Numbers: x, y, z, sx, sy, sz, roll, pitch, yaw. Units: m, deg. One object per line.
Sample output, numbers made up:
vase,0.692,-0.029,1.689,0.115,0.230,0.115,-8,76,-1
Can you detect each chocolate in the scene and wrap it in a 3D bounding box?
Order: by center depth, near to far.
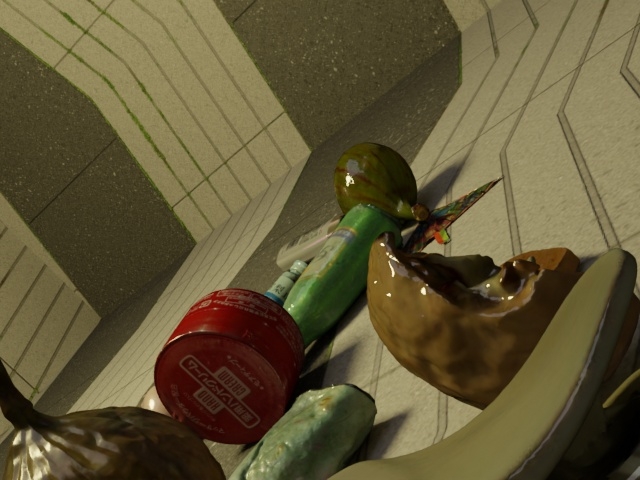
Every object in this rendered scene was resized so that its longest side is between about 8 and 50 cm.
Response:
chocolate,0.010,0.075,1.318,0.291,0.110,0.110,-51,14,-22

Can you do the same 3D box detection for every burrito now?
burrito,-0.039,0.253,0.890,0.144,0.089,0.229,-34,13,46

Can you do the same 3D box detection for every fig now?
fig,-0.295,0.270,1.015,0.286,0.368,0.286,-37,3,2
fig,0.129,-0.076,1.431,0.151,0.151,0.259,-46,36,-13

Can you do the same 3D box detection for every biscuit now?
biscuit,0.180,0.077,0.916,0.221,0.029,0.142,-35,14,26

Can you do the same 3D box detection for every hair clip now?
hair clip,0.127,0.118,0.494,0.282,0.113,0.172,-41,-3,0

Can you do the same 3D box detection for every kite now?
kite,0.181,-0.028,1.315,0.241,0.014,0.183,-40,13,9

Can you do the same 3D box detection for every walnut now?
walnut,0.134,0.071,0.729,0.238,0.204,0.141,167,117,-81

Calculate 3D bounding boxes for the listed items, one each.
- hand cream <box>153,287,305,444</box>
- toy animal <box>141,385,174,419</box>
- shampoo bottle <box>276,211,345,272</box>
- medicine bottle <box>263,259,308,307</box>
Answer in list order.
hand cream,-0.122,0.172,1.182,0.193,0.193,0.125,-37,12,28
toy animal,-0.184,0.239,1.356,0.212,0.124,0.124,-38,13,21
shampoo bottle,0.000,0.000,1.695,0.227,0.056,0.086,-28,17,50
medicine bottle,-0.087,0.117,1.587,0.191,0.051,0.051,-49,13,-23
